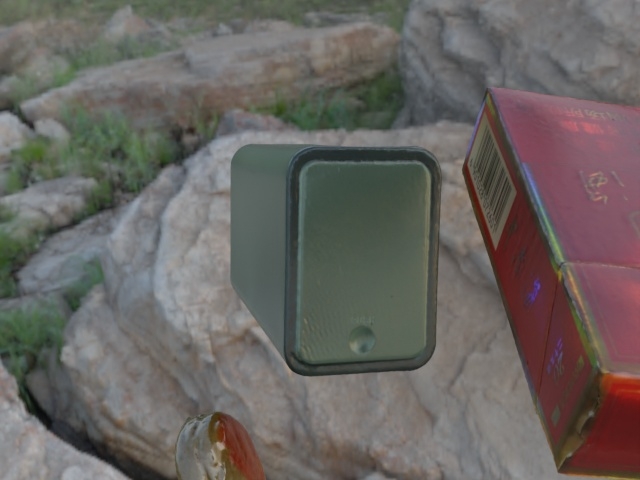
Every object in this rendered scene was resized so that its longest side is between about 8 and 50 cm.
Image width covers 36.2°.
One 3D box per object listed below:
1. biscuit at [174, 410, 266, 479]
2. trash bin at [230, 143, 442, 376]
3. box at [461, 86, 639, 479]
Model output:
[{"bbox_3d":[-0.063,0.417,1.026,0.076,0.368,0.394,-15,40,14],"label":"biscuit"},{"bbox_3d":[0.000,0.000,1.103,0.158,0.223,0.343,-1,8,-15],"label":"trash bin"},{"bbox_3d":[0.223,0.015,0.654,0.197,0.089,0.313,7,36,-9],"label":"box"}]
